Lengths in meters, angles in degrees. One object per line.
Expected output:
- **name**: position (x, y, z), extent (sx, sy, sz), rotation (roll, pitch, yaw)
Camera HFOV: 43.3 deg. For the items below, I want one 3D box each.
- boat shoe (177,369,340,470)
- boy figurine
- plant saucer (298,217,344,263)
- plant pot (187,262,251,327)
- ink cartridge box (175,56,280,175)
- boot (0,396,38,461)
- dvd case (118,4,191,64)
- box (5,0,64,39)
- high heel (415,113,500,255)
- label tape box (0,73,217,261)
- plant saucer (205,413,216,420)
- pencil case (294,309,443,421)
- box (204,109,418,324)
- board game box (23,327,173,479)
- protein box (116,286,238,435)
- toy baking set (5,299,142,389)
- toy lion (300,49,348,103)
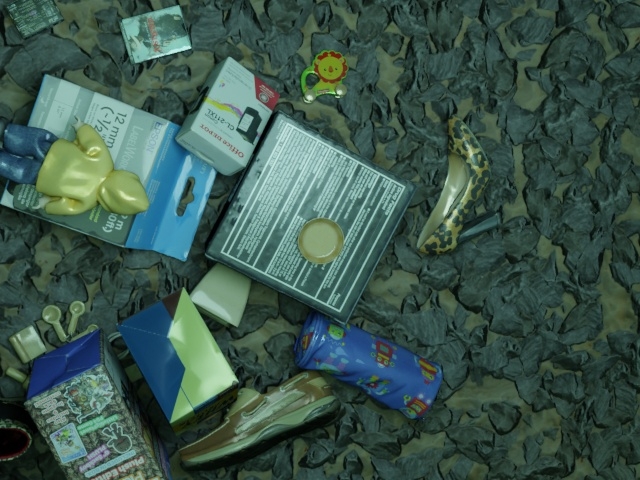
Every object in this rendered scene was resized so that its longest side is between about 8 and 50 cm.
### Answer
- **boat shoe**: position (-0.125, 0.350, 1.589), extent (0.324, 0.122, 0.120), rotation (-21, 67, -9)
- **boy figurine**: position (-0.427, -0.125, 1.391), extent (0.285, 0.092, 0.177), rotation (19, 92, -11)
- **plant saucer**: position (0.000, 0.000, 1.437), extent (0.083, 0.015, 0.083), rotation (-1, 96, -10)
- **plant pot**: position (-0.192, 0.100, 1.556), extent (0.109, 0.109, 0.096), rotation (31, 77, -10)
- **ink cartridge box**: position (-0.170, -0.229, 1.501), extent (0.127, 0.072, 0.175), rotation (34, 63, -25)
- **boot**: position (-0.621, 0.341, 1.463), extent (0.236, 0.178, 0.085), rotation (-2, 95, -10)
- **dvd case**: position (-0.315, -0.392, 1.539), extent (0.119, 0.013, 0.087), rotation (-16, 97, -7)
- **box**: position (-0.530, -0.422, 1.499), extent (0.083, 0.018, 0.067), rotation (-30, 99, -6)
- **high heel**: position (0.246, -0.104, 1.609), extent (0.186, 0.093, 0.261), rotation (-24, 107, -13)
- **label tape box**: position (-0.376, -0.127, 1.501), extent (0.347, 0.115, 0.249), rotation (20, 91, -9)
- **plant saucer**: position (-0.222, 0.320, 1.579), extent (0.083, 0.083, 0.013), rotation (-36, 125, -5)
- **pencil case**: position (0.091, 0.247, 1.598), extent (0.306, 0.133, 0.119), rotation (27, 47, -14)
- **box**: position (-0.026, -0.044, 1.527), extent (0.294, 0.183, 0.296), rotation (28, 91, -10)
- **board game box**: position (-0.392, 0.340, 1.454), extent (0.141, 0.232, 0.291), rotation (-26, 105, -10)
- **protein box**: position (-0.256, 0.225, 1.465), extent (0.136, 0.201, 0.200), rotation (-29, 76, -15)
- **toy baking set**: position (-0.470, 0.232, 1.554), extent (0.256, 0.030, 0.197), rotation (37, 88, -10)
- **toy lion**: position (0.008, -0.325, 1.590), extent (0.100, 0.034, 0.096), rotation (-12, 89, -8)
